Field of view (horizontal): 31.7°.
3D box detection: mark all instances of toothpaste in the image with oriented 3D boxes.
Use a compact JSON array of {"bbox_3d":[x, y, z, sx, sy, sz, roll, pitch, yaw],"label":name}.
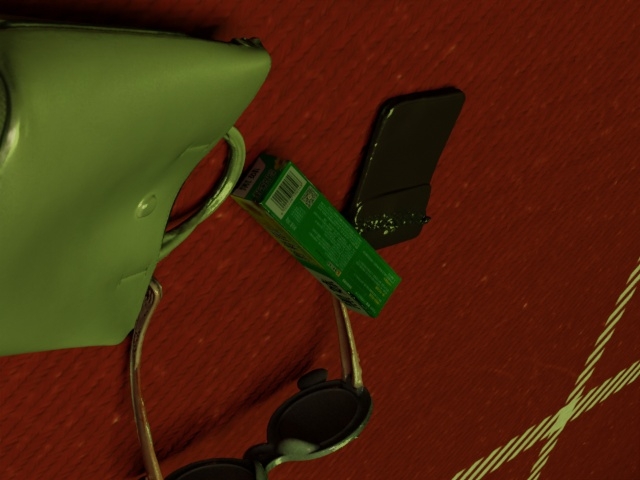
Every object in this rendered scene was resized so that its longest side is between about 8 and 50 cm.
[{"bbox_3d":[0.000,0.000,0.887,0.178,0.037,0.043,45,70,-43],"label":"toothpaste"}]

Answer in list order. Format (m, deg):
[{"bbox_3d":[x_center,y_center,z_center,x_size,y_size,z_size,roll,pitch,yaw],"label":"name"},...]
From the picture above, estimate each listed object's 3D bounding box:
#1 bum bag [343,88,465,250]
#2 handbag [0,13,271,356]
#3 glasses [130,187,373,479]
[{"bbox_3d":[0.071,-0.057,0.981,0.109,0.026,0.159,-16,137,-42],"label":"bum bag"},{"bbox_3d":[-0.129,-0.023,0.688,0.315,0.109,0.241,0,125,-57],"label":"handbag"},{"bbox_3d":[-0.068,0.092,0.964,0.234,0.118,0.268,-27,123,-31],"label":"glasses"}]
